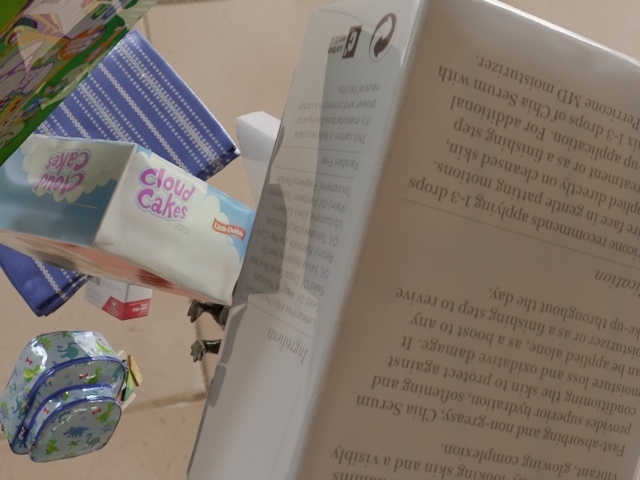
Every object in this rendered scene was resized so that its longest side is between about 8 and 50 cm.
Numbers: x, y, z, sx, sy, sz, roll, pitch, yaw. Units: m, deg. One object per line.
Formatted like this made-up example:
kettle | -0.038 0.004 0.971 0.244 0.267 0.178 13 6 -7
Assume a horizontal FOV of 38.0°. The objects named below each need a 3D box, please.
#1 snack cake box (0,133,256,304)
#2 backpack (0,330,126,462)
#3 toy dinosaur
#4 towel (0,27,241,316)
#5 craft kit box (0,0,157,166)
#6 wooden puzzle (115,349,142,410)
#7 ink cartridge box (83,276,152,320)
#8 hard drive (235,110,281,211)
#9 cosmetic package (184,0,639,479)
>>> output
snack cake box | -0.205 -0.024 0.817 0.152 0.264 0.089 33 72 -47
backpack | -0.235 0.146 0.871 0.105 0.084 0.114 0 124 -44
toy dinosaur | -0.087 0.101 1.235 0.160 0.313 0.121 19 113 -33
towel | -0.297 -0.089 1.203 0.336 0.040 0.243 -40 72 -2
craft kit box | -0.218 -0.094 0.578 0.247 0.250 0.061 -40 98 13
wooden puzzle | -0.274 0.194 1.272 0.014 0.116 0.078 -8 112 17
ink cartridge box | -0.304 0.041 1.425 0.056 0.099 0.135 -7 115 -51
hard drive | 0.000 0.000 1.022 0.047 0.353 0.233 -19 113 -16
cosmetic package | 0.063 0.101 0.571 0.230 0.161 0.453 15 90 -25
